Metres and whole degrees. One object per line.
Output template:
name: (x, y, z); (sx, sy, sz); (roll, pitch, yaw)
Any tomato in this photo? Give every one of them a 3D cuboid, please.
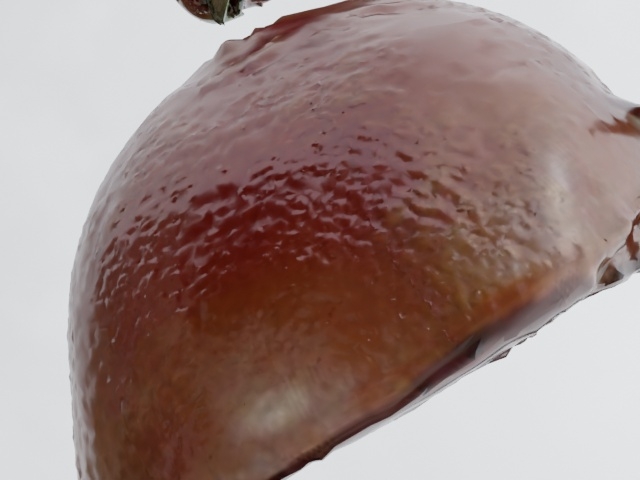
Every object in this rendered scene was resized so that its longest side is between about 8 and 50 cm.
tomato: (0.000, -0.006, 0.640); (0.309, 0.309, 0.170); (-36, -98, 40)

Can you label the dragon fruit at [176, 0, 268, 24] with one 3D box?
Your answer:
dragon fruit: (-0.030, -0.173, 0.799); (0.138, 0.142, 0.175); (-27, -45, 34)
